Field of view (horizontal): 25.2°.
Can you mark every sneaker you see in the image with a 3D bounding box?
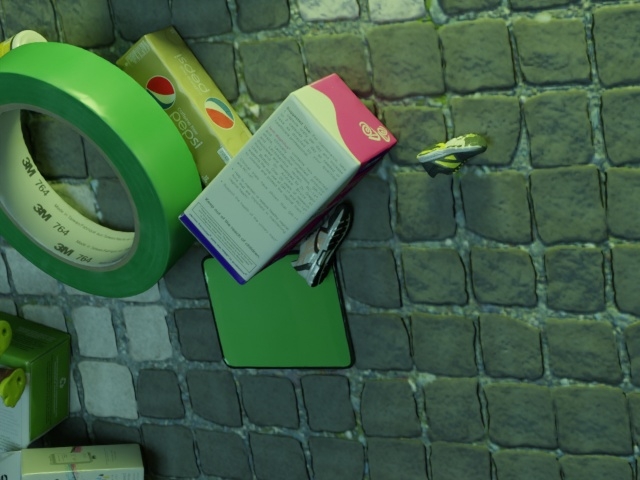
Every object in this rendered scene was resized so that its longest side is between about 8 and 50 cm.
[{"bbox_3d":[0.146,-0.091,1.552,0.083,0.031,0.035,-10,117,35],"label":"sneaker"},{"bbox_3d":[0.000,0.000,1.654,0.044,0.040,0.109,38,112,23],"label":"sneaker"}]

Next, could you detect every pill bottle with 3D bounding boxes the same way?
[{"bbox_3d":[-0.390,-0.211,1.776,0.116,0.065,0.065,-21,98,34],"label":"pill bottle"}]

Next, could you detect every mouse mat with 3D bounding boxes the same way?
[{"bbox_3d":[-0.053,0.086,1.739,0.190,0.007,0.152,-2,107,31],"label":"mouse mat"}]

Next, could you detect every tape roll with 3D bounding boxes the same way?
[{"bbox_3d":[-0.292,-0.080,1.708,0.321,0.077,0.321,21,135,22],"label":"tape roll"}]

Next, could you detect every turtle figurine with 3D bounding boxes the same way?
[{"bbox_3d":[-0.490,0.173,1.847,0.217,0.087,0.269,-3,98,21],"label":"turtle figurine"}]

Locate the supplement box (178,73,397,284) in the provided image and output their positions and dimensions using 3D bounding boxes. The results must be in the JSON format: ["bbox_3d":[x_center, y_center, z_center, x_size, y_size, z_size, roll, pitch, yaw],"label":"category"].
[{"bbox_3d":[-0.037,-0.069,1.605,0.114,0.111,0.220,47,122,6],"label":"supplement box"}]

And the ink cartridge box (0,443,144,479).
[{"bbox_3d":[-0.336,0.336,1.888,0.198,0.067,0.115,-1,114,-13],"label":"ink cartridge box"}]

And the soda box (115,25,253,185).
[{"bbox_3d":[-0.153,-0.158,1.668,0.058,0.061,0.181,-36,90,34],"label":"soda box"}]

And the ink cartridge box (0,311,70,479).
[{"bbox_3d":[-0.446,0.233,1.957,0.189,0.097,0.255,16,116,22],"label":"ink cartridge box"}]
